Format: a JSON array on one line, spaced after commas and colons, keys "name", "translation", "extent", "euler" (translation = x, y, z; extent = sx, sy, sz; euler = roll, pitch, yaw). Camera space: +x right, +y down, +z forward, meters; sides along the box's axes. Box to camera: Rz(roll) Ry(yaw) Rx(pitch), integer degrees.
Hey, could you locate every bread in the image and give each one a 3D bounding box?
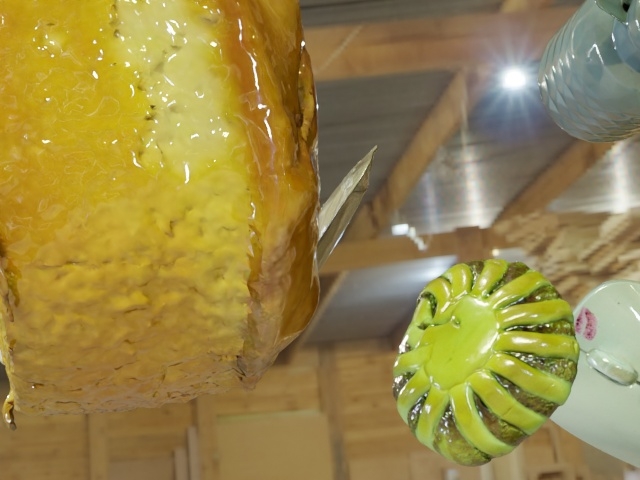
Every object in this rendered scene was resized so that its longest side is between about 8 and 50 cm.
[{"name": "bread", "translation": [-0.134, -0.083, 0.743], "extent": [0.215, 0.398, 0.398], "euler": [-13, -11, -17]}, {"name": "bread", "translation": [0.105, 0.077, 0.769], "extent": [0.139, 0.130, 0.071], "euler": [-50, -42, 1]}]

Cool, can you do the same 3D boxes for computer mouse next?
[{"name": "computer mouse", "translation": [0.336, 0.145, 1.032], "extent": [0.288, 0.159, 0.097], "euler": [23, 16, -22]}]

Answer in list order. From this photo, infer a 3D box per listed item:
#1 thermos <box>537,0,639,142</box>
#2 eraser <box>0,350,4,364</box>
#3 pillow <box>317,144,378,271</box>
[{"name": "thermos", "translation": [0.322, -0.177, 1.122], "extent": [0.182, 0.145, 0.286], "euler": [20, -2, 0]}, {"name": "eraser", "translation": [-0.395, 0.086, 1.833], "extent": [0.279, 0.124, 0.081], "euler": [-44, -62, 13]}, {"name": "pillow", "translation": [-0.001, 0.000, 1.170], "extent": [0.033, 0.217, 0.130], "euler": [31, 17, -2]}]
